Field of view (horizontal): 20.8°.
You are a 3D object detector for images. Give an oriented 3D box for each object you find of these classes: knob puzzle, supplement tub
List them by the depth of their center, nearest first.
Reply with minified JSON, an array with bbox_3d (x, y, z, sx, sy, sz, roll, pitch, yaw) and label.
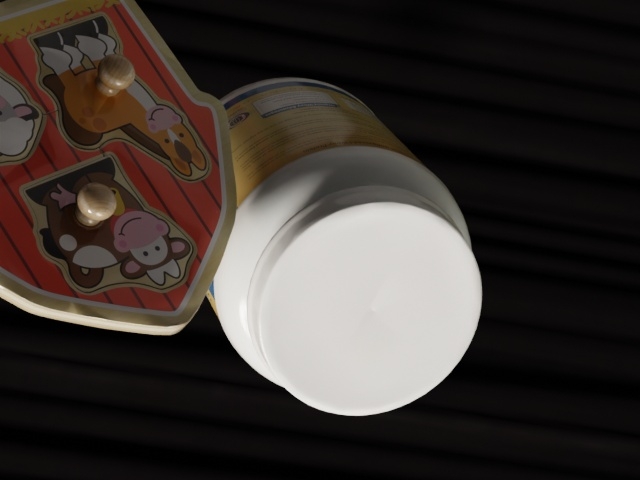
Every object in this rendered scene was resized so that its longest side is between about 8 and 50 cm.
[{"bbox_3d":[-0.117,-0.041,0.861,0.030,0.213,0.213,-45,30,50],"label":"knob puzzle"},{"bbox_3d":[0.000,0.000,0.983,0.200,0.144,0.144,-127,45,-63],"label":"supplement tub"}]
